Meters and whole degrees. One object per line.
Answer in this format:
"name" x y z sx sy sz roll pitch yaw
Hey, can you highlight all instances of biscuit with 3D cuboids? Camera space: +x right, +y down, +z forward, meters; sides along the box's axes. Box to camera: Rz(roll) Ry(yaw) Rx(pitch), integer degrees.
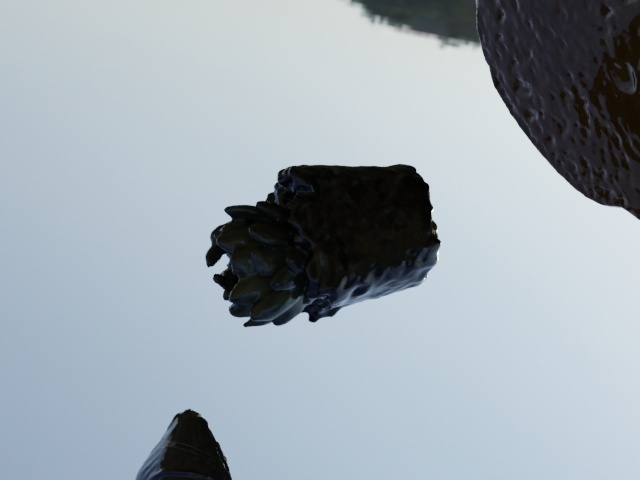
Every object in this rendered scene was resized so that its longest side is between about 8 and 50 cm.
"biscuit" 0.241 -0.164 1.044 0.057 0.312 0.351 -27 174 -20

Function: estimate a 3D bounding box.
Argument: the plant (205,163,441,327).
"plant" 0.000 0.000 1.138 0.194 0.129 0.132 -13 168 -15

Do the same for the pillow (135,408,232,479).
"pillow" -0.133 0.342 1.445 0.092 0.161 0.335 8 -142 -27
